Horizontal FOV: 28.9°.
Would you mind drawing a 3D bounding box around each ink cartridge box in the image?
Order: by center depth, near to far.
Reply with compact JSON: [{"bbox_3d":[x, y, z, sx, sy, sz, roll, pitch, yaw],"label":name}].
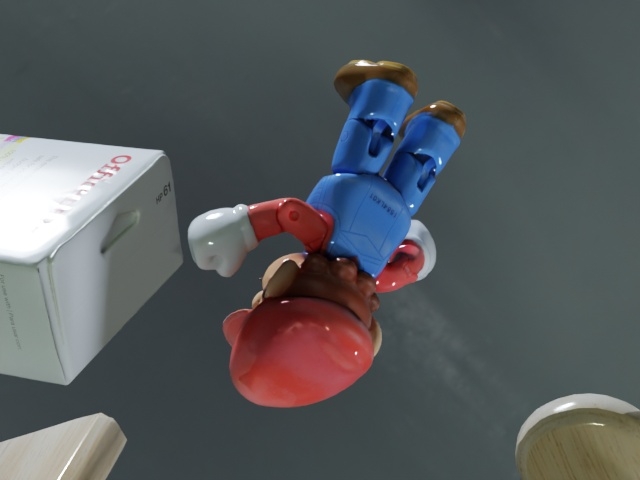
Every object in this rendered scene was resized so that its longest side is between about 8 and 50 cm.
[{"bbox_3d":[-0.124,0.001,0.453,0.088,0.122,0.052,-52,142,-52],"label":"ink cartridge box"}]

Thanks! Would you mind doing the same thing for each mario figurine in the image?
[{"bbox_3d":[0.000,0.000,1.116,0.198,0.170,0.321,24,69,8],"label":"mario figurine"}]

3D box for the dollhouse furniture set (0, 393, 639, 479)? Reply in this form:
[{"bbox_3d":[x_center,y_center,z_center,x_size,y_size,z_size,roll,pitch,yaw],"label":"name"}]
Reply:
[{"bbox_3d":[0.065,0.174,0.432,0.256,0.394,0.362,63,23,-20],"label":"dollhouse furniture set"}]
